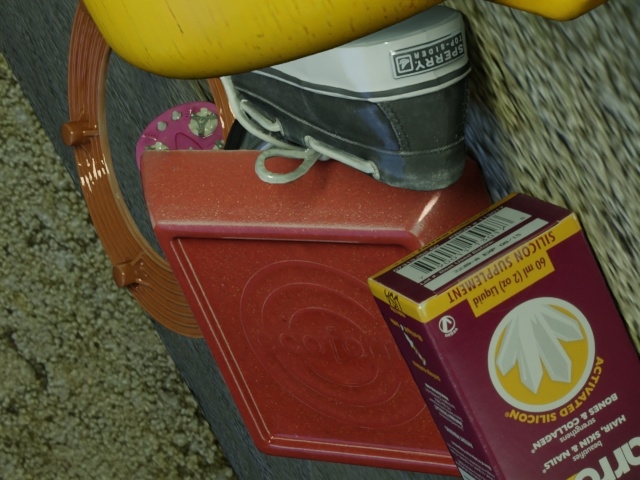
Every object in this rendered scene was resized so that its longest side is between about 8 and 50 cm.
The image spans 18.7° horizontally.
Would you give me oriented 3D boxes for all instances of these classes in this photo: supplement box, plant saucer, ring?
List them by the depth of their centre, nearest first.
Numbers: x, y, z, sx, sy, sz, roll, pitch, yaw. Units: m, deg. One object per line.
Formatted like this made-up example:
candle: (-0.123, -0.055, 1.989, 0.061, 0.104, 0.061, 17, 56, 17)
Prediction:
supplement box: (0.118, 0.082, 1.074, 0.188, 0.104, 0.081, 64, 168, -18)
plant saucer: (0.016, 0.059, 1.256, 0.258, 0.048, 0.259, 2, 128, 35)
ring: (-0.140, -0.081, 1.621, 0.336, 0.032, 0.336, 28, 125, 50)

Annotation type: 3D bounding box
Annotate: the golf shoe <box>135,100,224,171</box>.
golf shoe: (-0.055, 0.023, 1.700, 0.140, 0.115, 0.306, 67, 177, -68)

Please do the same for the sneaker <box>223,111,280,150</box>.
sneaker: (0.000, 0.000, 1.442, 0.086, 0.132, 0.228, -34, 50, 42)

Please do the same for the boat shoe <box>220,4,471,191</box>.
boat shoe: (0.000, -0.093, 1.137, 0.306, 0.113, 0.105, 22, 126, 58)

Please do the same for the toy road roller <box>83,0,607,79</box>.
toy road roller: (0.045, -0.141, 0.507, 0.202, 0.240, 0.329, 65, 168, -21)
